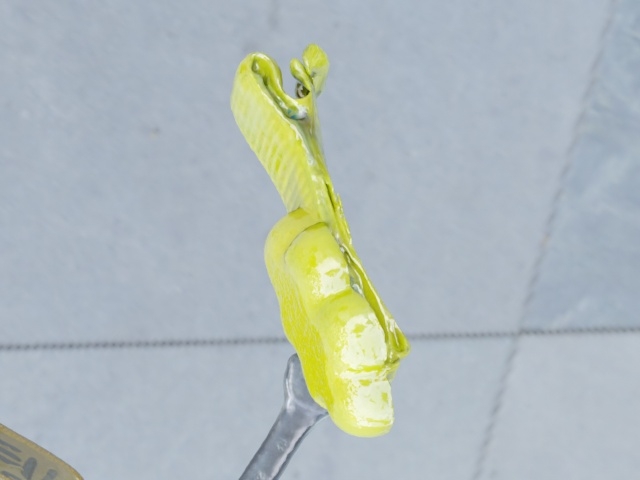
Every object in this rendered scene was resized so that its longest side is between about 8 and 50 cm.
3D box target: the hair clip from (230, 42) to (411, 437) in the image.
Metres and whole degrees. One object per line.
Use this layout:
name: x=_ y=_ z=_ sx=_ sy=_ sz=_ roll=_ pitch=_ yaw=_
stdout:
hair clip: x=0.000 y=0.000 z=0.812 sx=0.046 sy=0.173 sz=0.072 roll=-8 pitch=157 yaw=-12

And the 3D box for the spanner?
spanner: x=-0.053 y=0.175 z=1.254 sx=0.054 sy=0.015 sz=0.254 roll=34 pitch=65 yaw=-1

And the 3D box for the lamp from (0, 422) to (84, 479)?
lamp: x=-0.233 y=0.171 z=1.124 sx=0.185 sy=0.161 sz=0.161 roll=25 pitch=99 yaw=0
